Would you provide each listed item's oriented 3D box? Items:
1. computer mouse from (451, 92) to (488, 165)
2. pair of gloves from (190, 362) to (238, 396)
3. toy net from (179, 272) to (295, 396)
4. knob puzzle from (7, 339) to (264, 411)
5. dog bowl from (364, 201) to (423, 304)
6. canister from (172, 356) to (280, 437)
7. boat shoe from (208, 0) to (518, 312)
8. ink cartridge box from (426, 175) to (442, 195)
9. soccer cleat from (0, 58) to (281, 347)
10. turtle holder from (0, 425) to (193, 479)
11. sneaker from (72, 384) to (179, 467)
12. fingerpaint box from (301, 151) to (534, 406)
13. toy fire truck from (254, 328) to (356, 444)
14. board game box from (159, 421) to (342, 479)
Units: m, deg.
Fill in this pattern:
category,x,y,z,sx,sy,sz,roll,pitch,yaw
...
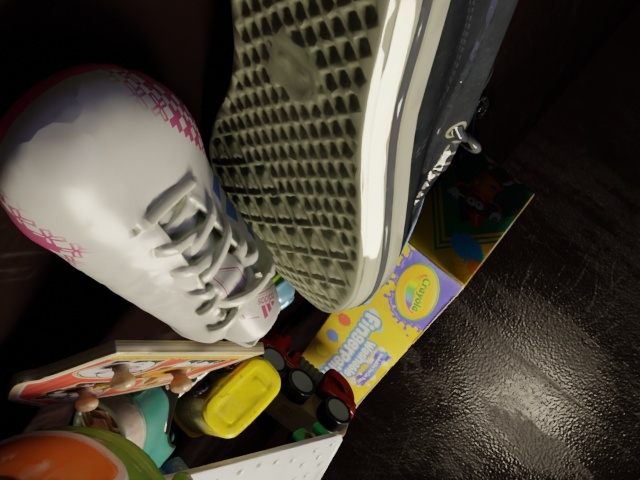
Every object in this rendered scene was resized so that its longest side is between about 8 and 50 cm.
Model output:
category,x,y,z,sx,sy,sz,roll,pitch,yaw
computer mouse,0.295,-0.225,1.462,0.071,0.041,0.242,-44,161,-18
pair of gloves,-0.142,0.180,0.972,0.083,0.010,0.074,-40,-175,-15
toy net,-0.127,0.130,1.014,0.232,0.045,0.122,-40,180,-29
knob puzzle,-0.172,0.124,0.611,0.213,0.030,0.213,-12,164,-3
dog bowl,0.077,-0.010,1.070,0.297,0.074,0.166,115,-7,-54
canister,-0.138,0.222,1.030,0.126,0.073,0.170,-43,-171,-26
boat shoe,0.027,-0.104,0.487,0.156,0.187,0.500,-37,159,-26
ink cartridge box,0.168,-0.061,1.479,0.208,0.045,0.206,-49,169,5
soccer cleat,-0.086,-0.001,0.476,0.116,0.143,0.331,-49,169,-8
turtle holder,-0.255,0.320,0.598,0.320,0.243,0.227,-59,168,0
sneaker,-0.236,0.264,0.859,0.121,0.108,0.302,-28,155,-50
fingerpaint box,0.178,0.080,1.429,0.371,0.163,0.445,-41,168,-45
toy fire truck,-0.047,0.252,1.328,0.158,0.217,0.246,-49,-174,28
board game box,-0.177,0.459,1.092,0.390,0.050,0.390,5,117,-52
